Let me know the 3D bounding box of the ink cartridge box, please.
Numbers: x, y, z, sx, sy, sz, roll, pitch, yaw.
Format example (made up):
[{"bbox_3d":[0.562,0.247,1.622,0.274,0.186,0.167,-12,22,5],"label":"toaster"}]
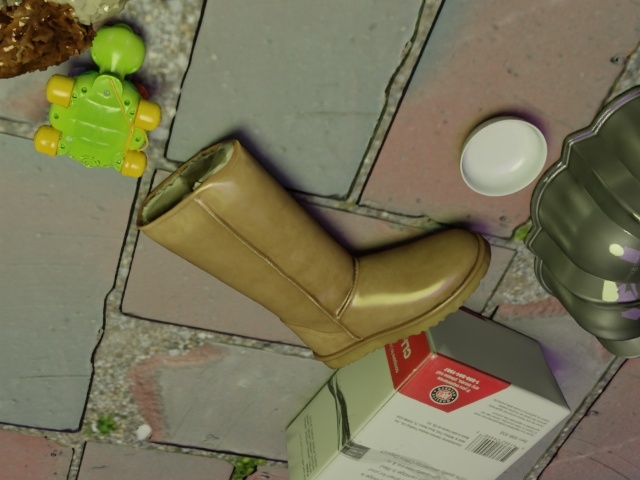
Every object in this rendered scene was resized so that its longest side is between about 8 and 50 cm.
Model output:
[{"bbox_3d":[0.111,0.211,0.924,0.197,0.114,0.273,25,119,-24],"label":"ink cartridge box"}]

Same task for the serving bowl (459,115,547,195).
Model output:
[{"bbox_3d":[0.171,-0.084,0.766,0.083,0.027,0.083,-3,127,-4],"label":"serving bowl"}]

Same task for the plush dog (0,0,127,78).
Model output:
[{"bbox_3d":[-0.145,-0.220,0.504,0.210,0.225,0.262,9,125,-13],"label":"plush dog"}]

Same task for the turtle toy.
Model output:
[{"bbox_3d":[-0.181,-0.117,0.676,0.095,0.066,0.130,15,123,-17],"label":"turtle toy"}]

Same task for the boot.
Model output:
[{"bbox_3d":[0.000,0.000,0.773,0.236,0.089,0.269,-36,121,19],"label":"boot"}]

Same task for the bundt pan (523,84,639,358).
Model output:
[{"bbox_3d":[0.380,-0.001,0.794,0.330,0.124,0.331,-3,126,-4],"label":"bundt pan"}]
